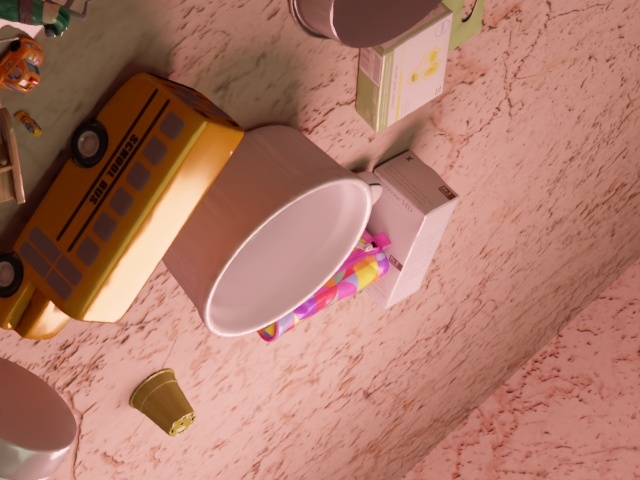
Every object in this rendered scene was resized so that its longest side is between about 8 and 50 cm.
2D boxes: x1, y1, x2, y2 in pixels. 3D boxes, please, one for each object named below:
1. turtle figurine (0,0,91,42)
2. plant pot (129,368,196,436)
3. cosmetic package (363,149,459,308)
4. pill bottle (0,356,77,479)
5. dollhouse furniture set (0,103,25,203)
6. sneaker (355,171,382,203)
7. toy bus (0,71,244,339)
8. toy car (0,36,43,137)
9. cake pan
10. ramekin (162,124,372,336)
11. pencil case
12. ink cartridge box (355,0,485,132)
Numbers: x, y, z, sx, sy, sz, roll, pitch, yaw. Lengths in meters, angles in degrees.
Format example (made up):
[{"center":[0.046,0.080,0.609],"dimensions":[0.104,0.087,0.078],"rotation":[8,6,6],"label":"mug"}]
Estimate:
[{"center":[-0.313,-0.190,1.180],"dimensions":[0.234,0.175,0.118],"rotation":[-48,119,-36],"label":"turtle figurine"},{"center":[-0.228,0.248,2.084],"dimensions":[0.083,0.079,0.083],"rotation":[-36,155,-20],"label":"plant pot"},{"center":[0.119,-0.014,2.159],"dimensions":[0.085,0.117,0.231],"rotation":[-29,152,-34],"label":"cosmetic package"},{"center":[-0.455,0.334,1.594],"dimensions":[0.407,0.229,0.229],"rotation":[-55,155,15],"label":"pill bottle"},{"center":[-0.359,-0.079,1.284],"dimensions":[0.151,0.144,0.123],"rotation":[-18,144,-19],"label":"dollhouse furniture set"},{"center":[0.000,0.000,2.020],"dimensions":[0.258,0.091,0.094],"rotation":[-37,156,-16],"label":"sneaker"},{"center":[-0.233,-0.025,1.542],"dimensions":[0.332,0.130,0.108],"rotation":[-55,154,12],"label":"toy bus"},{"center":[-0.283,-0.148,1.384],"dimensions":[0.060,0.040,0.122],"rotation":[-40,156,-9],"label":"toy car"},{"center":[0.091,-0.341,1.646],"dimensions":[0.293,0.054,0.293],"rotation":[-35,156,-19],"label":"cake pan"},{"center":[-0.079,-0.018,1.811],"dimensions":[0.277,0.135,0.277],"rotation":[-35,154,-19],"label":"ramekin"},{"center":[-0.006,0.060,2.101],"dimensions":[0.236,0.104,0.104],"rotation":[-31,154,-25],"label":"pencil case"},{"center":[0.153,-0.265,1.875],"dimensions":[0.235,0.056,0.171],"rotation":[-32,154,-20],"label":"ink cartridge box"}]
